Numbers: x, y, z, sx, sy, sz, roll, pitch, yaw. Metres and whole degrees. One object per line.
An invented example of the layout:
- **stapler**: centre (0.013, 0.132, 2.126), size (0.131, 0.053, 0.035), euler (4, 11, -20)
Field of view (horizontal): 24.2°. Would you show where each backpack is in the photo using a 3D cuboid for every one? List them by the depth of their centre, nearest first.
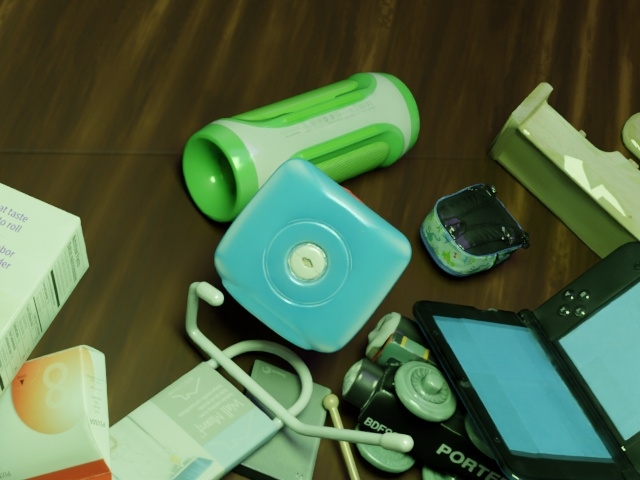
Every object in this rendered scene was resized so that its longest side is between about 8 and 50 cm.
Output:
- **backpack**: centre (0.181, -0.005, 1.856), size (0.114, 0.084, 0.105), euler (-17, 65, -41)

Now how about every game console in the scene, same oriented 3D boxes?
- **game console**: centre (0.282, 0.123, 1.605), size (0.173, 0.250, 0.293), euler (43, 13, -42)

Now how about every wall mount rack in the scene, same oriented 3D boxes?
- **wall mount rack**: centre (-0.097, 0.200, 1.493), size (0.304, 0.130, 0.350), euler (38, 50, 22)

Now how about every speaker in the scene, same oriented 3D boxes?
- **speaker**: centre (-0.019, -0.116, 1.805), size (0.296, 0.131, 0.131), euler (-23, 69, -38)

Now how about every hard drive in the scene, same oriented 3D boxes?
- **hard drive**: centre (-0.045, 0.203, 1.624), size (0.094, 0.022, 0.135), euler (23, 49, -11)

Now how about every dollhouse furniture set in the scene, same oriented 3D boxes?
- **dollhouse furniture set**: centre (0.454, -0.186, 1.969), size (0.256, 0.362, 0.394), euler (43, 78, 5)

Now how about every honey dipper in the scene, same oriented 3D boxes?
- **honey dipper**: centre (0.031, 0.242, 1.618), size (0.030, 0.030, 0.161), euler (-7, 67, -31)

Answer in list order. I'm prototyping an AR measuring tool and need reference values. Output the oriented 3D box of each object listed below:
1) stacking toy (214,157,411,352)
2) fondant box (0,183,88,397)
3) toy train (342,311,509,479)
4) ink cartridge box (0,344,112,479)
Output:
- **stacking toy**: centre (0.000, 0.000, 1.688), size (0.175, 0.166, 0.302), euler (38, 11, -1)
- **fondant box**: centre (-0.403, 0.080, 1.390), size (0.238, 0.096, 0.330), euler (23, 59, 12)
- **toy train**: centre (0.183, 0.206, 1.678), size (0.333, 0.142, 0.190), euler (29, 36, -4)
- **ink cartridge box**: centre (-0.268, 0.202, 1.411), size (0.045, 0.145, 0.179), euler (32, 46, -55)
